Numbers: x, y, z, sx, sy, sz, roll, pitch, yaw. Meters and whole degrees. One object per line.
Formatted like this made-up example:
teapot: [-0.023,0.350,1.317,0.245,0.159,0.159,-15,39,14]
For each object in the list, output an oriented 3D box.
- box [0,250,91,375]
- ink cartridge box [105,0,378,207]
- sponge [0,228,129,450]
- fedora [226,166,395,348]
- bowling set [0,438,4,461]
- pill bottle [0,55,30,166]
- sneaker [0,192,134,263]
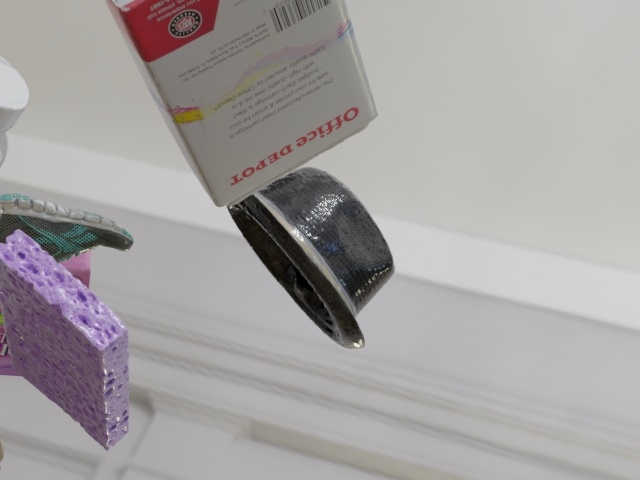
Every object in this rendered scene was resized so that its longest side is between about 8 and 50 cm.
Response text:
box: [-0.556,0.130,2.107,0.213,0.117,0.243,6,-66,-14]
ink cartridge box: [-0.086,-0.215,1.200,0.131,0.226,0.306,54,-10,38]
sponge: [-0.200,0.085,0.864,0.117,0.031,0.210,39,-30,13]
fedora: [0.000,0.000,1.684,0.334,0.152,0.334,49,-11,13]
bowling set: [-0.484,0.298,1.349,0.287,0.200,0.154,56,-45,20]
pill bottle: [-0.316,-0.071,0.888,0.108,0.108,0.180,37,-67,-16]
sneaker: [-0.295,-0.002,1.258,0.166,0.076,0.065,15,1,-33]
